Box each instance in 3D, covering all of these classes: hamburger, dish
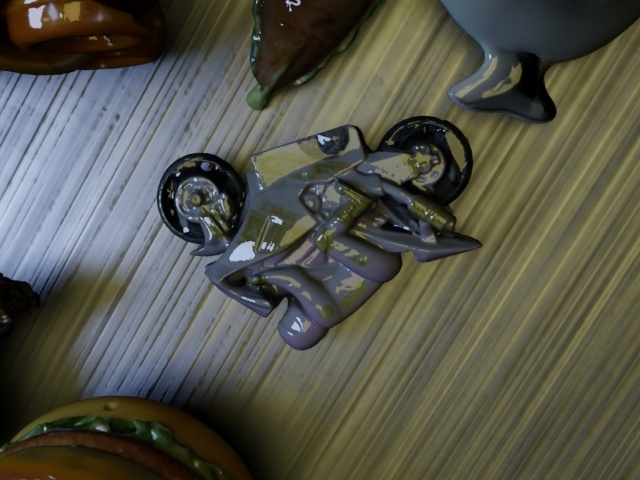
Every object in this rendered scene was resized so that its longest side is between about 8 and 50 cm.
[{"bbox_3d":[-0.145,0.221,0.579,0.246,0.170,0.246,4,106,12],"label":"hamburger"},{"bbox_3d":[0.156,-0.196,0.521,0.224,0.078,0.246,8,99,-18],"label":"dish"}]

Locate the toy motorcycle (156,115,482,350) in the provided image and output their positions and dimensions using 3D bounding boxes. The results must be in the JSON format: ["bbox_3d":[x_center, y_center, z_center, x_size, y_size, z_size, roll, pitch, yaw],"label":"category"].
[{"bbox_3d":[0.000,0.000,0.592,0.225,0.073,0.152,-9,96,8],"label":"toy motorcycle"}]

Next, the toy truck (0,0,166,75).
[{"bbox_3d":[-0.203,-0.199,0.505,0.212,0.288,0.204,-7,96,-5],"label":"toy truck"}]

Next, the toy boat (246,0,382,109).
[{"bbox_3d":[0.019,-0.221,0.561,0.108,0.099,0.292,19,97,-22],"label":"toy boat"}]

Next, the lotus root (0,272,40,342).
[{"bbox_3d":[-0.329,0.127,0.592,0.310,0.183,0.183,-45,89,4],"label":"lotus root"}]
